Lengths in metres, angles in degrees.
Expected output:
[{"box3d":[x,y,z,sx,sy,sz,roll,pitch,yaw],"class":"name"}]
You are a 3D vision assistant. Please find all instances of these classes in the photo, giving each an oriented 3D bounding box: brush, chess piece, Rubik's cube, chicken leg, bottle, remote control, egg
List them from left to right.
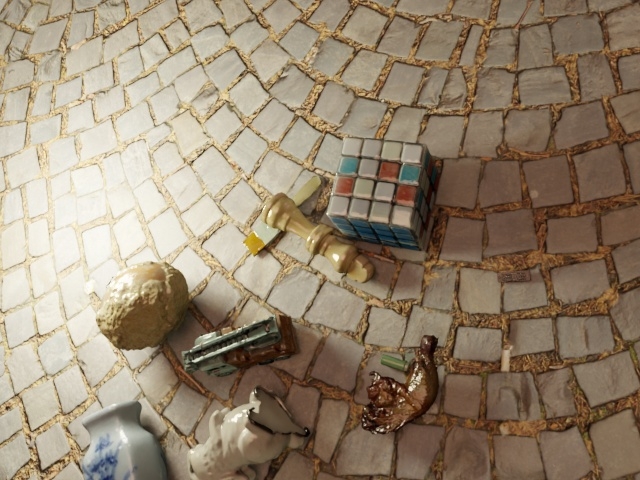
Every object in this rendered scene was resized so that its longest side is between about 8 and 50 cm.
[{"box3d":[-0.561,0.205,2.022,0.310,0.279,0.279,-47,66,8],"class":"egg"},{"box3d":[-0.118,-0.085,2.081,0.336,0.020,0.085,-44,66,2],"class":"brush"},{"box3d":[0.000,0.000,1.963,0.397,0.117,0.117,35,88,17],"class":"chess piece"},{"box3d":[0.190,-0.134,1.861,0.258,0.256,0.254,8,77,20],"class":"Rubik's cube"},{"box3d":[0.216,0.356,1.835,0.083,0.030,0.030,15,80,21],"class":"bottle"},{"box3d":[0.235,0.413,1.778,0.322,0.083,0.177,-37,73,7],"class":"chicken leg"},{"box3d":[0.550,0.102,1.802,0.091,0.016,0.034,-5,89,18],"class":"remote control"}]

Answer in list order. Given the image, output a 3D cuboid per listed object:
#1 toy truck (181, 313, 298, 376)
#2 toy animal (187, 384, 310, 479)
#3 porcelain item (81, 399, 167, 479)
[{"box3d":[-0.256,0.318,1.922,0.338,0.184,0.133,-18,69,13],"class":"toy truck"},{"box3d":[-0.236,0.611,1.852,0.258,0.194,0.357,41,107,1],"class":"toy animal"},{"box3d":[-0.593,0.711,1.928,0.242,0.178,0.405,-26,68,11],"class":"porcelain item"}]
